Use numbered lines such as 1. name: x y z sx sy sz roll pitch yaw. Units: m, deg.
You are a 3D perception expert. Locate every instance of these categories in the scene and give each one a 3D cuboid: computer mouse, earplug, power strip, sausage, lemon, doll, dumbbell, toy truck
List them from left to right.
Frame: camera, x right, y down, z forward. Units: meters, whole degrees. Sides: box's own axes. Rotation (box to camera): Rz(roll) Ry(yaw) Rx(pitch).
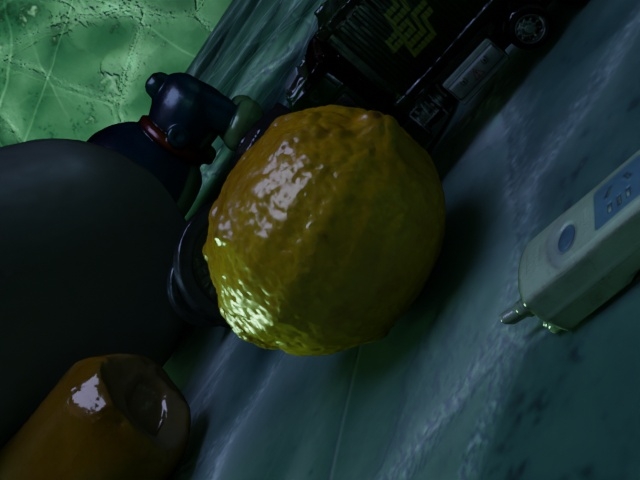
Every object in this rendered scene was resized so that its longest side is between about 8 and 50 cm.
1. earplug: -0.324 0.058 1.147 0.394 0.313 0.312 -25 -10 -42
2. sausage: -0.246 0.241 1.005 0.354 0.134 0.116 -47 -1 29
3. doll: -0.230 -0.096 1.519 0.322 0.186 0.198 -54 15 -1
4. dumbbell: -0.091 0.032 1.006 0.110 0.110 0.254 -62 10 -16
5. computer mouse: -0.033 -0.083 1.133 0.099 0.057 0.172 -58 27 -9
6. lemon: 0.000 0.000 0.701 0.187 0.142 0.142 -52 16 27
7. toy truck: 0.080 -0.154 0.768 0.259 0.121 0.088 -47 17 16
8. power strip: 0.144 -0.015 0.496 0.191 0.030 0.048 -45 19 36

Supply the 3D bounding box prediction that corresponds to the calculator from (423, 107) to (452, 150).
1. calculator: 0.054 -0.069 0.890 0.153 0.021 0.095 -51 16 19
